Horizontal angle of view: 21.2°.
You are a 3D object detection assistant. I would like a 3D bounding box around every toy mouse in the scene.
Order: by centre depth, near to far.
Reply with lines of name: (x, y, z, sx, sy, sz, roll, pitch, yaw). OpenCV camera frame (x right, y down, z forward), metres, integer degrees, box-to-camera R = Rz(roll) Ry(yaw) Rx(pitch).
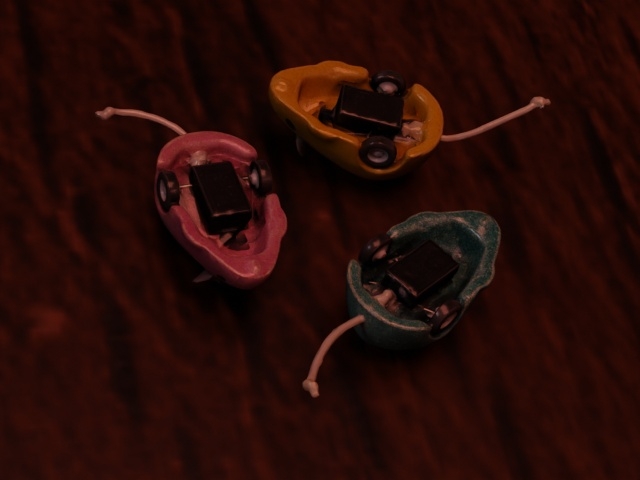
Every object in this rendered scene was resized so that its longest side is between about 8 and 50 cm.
toy mouse: (0.000, 0.000, 0.572, 0.161, 0.031, 0.143, 10, 51, -9)
